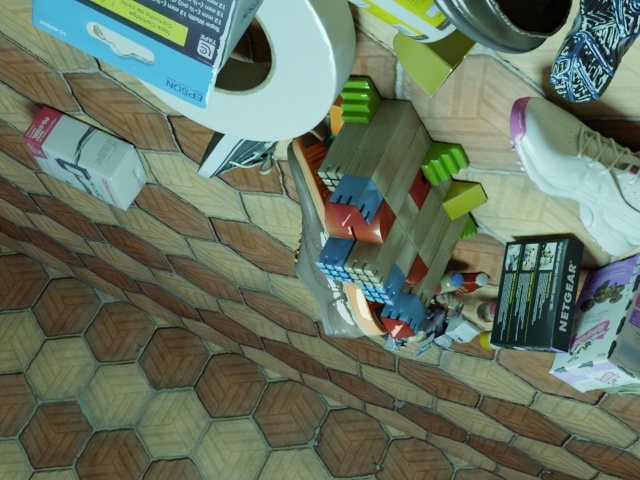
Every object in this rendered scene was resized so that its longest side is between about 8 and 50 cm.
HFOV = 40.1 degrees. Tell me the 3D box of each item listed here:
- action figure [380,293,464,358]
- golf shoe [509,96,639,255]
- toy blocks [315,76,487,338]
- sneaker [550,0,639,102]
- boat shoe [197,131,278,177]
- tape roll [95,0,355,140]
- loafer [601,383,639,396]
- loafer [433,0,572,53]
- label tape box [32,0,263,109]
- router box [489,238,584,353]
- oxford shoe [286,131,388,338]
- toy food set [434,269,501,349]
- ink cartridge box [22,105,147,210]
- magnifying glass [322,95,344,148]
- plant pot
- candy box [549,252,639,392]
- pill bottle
[{"bbox_3d":[0.165,0.121,1.761,0.285,0.185,0.099,43,143,6],"label":"action figure"},{"bbox_3d":[0.362,-0.093,1.111,0.306,0.115,0.140,34,149,-33],"label":"golf shoe"},{"bbox_3d":[0.099,-0.024,1.347,0.191,0.260,0.381,9,151,36],"label":"toy blocks"},{"bbox_3d":[0.296,-0.238,0.881,0.080,0.081,0.211,29,142,3],"label":"sneaker"},{"bbox_3d":[-0.118,-0.174,1.502,0.105,0.113,0.306,29,145,-17],"label":"boat shoe"},{"bbox_3d":[-0.141,-0.298,1.194,0.392,0.072,0.392,21,148,14],"label":"tape roll"},{"bbox_3d":[0.568,0.236,1.620,0.092,0.101,0.268,31,169,-10],"label":"loafer"},{"bbox_3d":[0.149,-0.314,0.797,0.130,0.133,0.366,6,150,46],"label":"loafer"},{"bbox_3d":[-0.178,-0.350,0.981,0.249,0.115,0.347,27,136,2],"label":"label tape box"},{"bbox_3d":[0.349,0.089,1.420,0.046,0.178,0.133,19,168,-32],"label":"router box"},{"bbox_3d":[0.000,0.000,1.459,0.133,0.130,0.363,-15,98,29],"label":"oxford shoe"},{"bbox_3d":[0.284,0.124,1.682,0.232,0.111,0.104,34,159,-13],"label":"toy food set"},{"bbox_3d":[-0.534,-0.186,2.005,0.237,0.100,0.172,25,160,10],"label":"ink cartridge box"},{"bbox_3d":[0.034,-0.167,1.448,0.092,0.026,0.231,23,161,14],"label":"magnifying glass"},{"bbox_3d":[0.138,-0.242,1.067,0.083,0.081,0.081,41,159,1],"label":"plant pot"},{"bbox_3d":[0.456,0.128,1.357,0.070,0.196,0.165,31,159,-8],"label":"candy box"},{"bbox_3d":[0.059,-0.299,0.901,0.215,0.117,0.117,22,166,-34],"label":"pill bottle"}]
